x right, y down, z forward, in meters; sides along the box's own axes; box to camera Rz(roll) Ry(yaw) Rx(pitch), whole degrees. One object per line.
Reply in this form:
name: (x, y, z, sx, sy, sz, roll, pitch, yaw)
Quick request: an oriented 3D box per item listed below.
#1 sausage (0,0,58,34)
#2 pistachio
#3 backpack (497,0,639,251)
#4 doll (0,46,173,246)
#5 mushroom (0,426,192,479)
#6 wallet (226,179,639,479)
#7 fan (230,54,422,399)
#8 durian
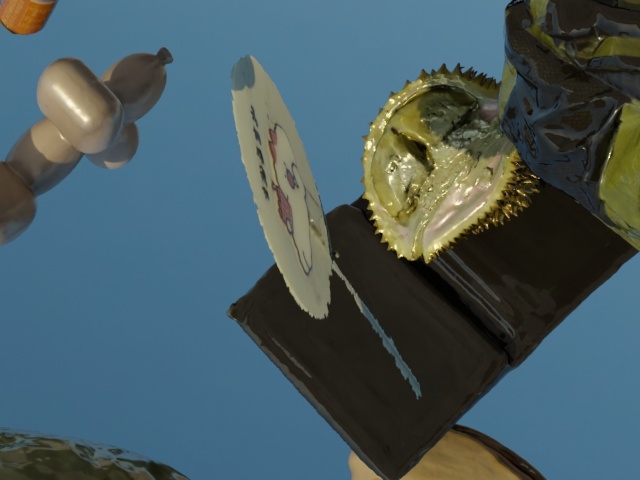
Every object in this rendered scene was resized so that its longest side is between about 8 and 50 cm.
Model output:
sausage: (-0.155, -0.158, 0.938, 0.031, 0.107, 0.031, 14, -124, -22)
pistachio: (0.128, 0.241, 1.564, 0.215, 0.144, 0.144, 19, -147, 5)
backpack: (0.213, -0.066, 0.765, 0.207, 0.140, 0.253, -22, -140, -22)
doll: (-0.155, -0.062, 1.006, 0.059, 0.161, 0.160, 45, -175, 0)
mushroom: (-0.102, 0.172, 0.706, 0.267, 0.164, 0.189, 50, -157, -26)
wallet: (0.101, 0.025, 1.433, 0.323, 0.041, 0.247, -42, -125, -4)
fan: (0.001, 0.000, 1.070, 0.009, 0.191, 0.329, -17, -144, -15)
durian: (0.126, -0.081, 1.375, 0.102, 0.208, 0.146, -16, -103, -60)
